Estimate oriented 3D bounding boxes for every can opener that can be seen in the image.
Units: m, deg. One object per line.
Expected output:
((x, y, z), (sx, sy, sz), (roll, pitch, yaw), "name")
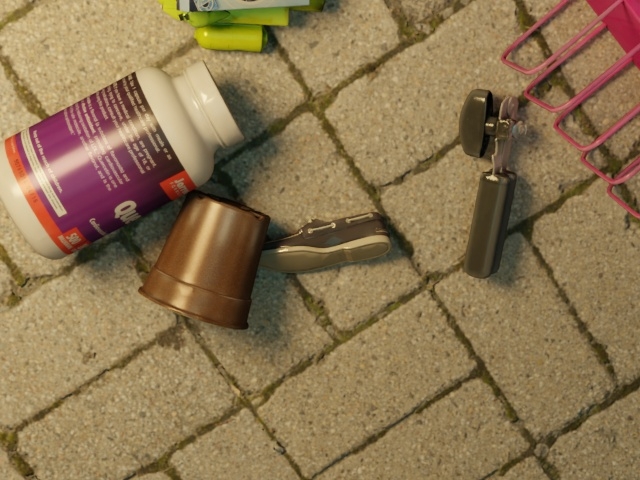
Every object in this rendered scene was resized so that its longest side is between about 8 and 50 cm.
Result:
((0.248, -0.085, 1.869), (0.093, 0.074, 0.280), (11, 104, 25), "can opener")

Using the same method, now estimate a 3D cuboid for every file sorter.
((0.419, -0.202, 1.783), (0.182, 0.202, 0.290), (-41, 106, 6), "file sorter")

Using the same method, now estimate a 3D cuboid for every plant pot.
((-0.154, 0.023, 1.793), (0.167, 0.167, 0.165), (20, 94, -12), "plant pot")

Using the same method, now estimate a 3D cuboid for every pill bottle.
((-0.274, -0.118, 1.720), (0.323, 0.181, 0.181), (-28, 107, 1), "pill bottle")

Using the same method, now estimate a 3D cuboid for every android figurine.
((-0.127, -0.385, 1.735), (0.273, 0.056, 0.248), (0, 105, -8), "android figurine")

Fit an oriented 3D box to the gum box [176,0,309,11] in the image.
((-0.102, -0.386, 1.657), (0.184, 0.041, 0.157), (-9, 107, -29), "gum box")

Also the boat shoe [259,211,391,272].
((0.000, 0.000, 1.864), (0.206, 0.075, 0.065), (-8, 63, 0), "boat shoe")

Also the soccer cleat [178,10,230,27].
((-0.167, -0.375, 1.678), (0.072, 0.060, 0.179), (-19, 110, -21), "soccer cleat")
